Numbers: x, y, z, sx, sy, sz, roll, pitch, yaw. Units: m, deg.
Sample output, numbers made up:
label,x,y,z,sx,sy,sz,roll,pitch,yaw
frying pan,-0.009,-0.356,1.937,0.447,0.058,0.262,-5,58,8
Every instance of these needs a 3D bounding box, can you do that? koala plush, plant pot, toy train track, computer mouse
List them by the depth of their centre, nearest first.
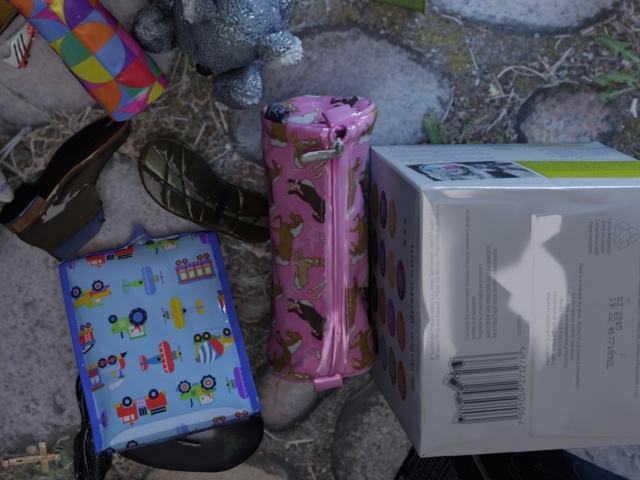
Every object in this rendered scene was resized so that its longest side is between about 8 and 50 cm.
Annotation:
label,x,y,z,sx,sy,sz,roll,pitch,yaw
koala plush,-0.114,-0.278,1.578,0.196,0.221,0.203,34,98,-14
plant pot,0.103,-0.343,1.669,0.079,0.083,0.083,4,104,3
computer mouse,-0.214,0.277,1.785,0.272,0.072,0.189,4,103,-8
toy train track,-0.413,0.314,1.799,0.083,0.014,0.048,-6,105,-5

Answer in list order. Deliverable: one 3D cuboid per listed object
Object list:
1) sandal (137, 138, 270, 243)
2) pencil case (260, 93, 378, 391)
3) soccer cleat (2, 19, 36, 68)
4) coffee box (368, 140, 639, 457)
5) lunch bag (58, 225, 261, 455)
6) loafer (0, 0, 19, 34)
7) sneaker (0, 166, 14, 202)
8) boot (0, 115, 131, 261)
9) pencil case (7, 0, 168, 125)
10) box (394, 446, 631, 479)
label,x,y,z,sx,sy,sz,roll,pitch,yaw
sandal,-0.158,-0.063,1.715,0.219,0.060,0.090,25,81,-28
pencil case,0.000,0.000,1.686,0.160,0.167,0.386,8,108,26
soccer cleat,-0.392,-0.266,1.646,0.035,0.029,0.083,17,106,-15
coffee box,0.254,0.060,1.653,0.338,0.334,0.338,-2,104,-9
lunch bag,-0.220,0.120,1.699,0.220,0.138,0.293,-13,81,-5
loafer,-0.434,-0.281,1.619,0.062,0.061,0.170,40,97,-16
sneaker,-0.532,-0.007,1.628,0.305,0.114,0.152,-39,114,8
boot,-0.318,-0.071,1.695,0.219,0.082,0.106,-41,127,0
pencil case,-0.295,-0.255,1.595,0.104,0.104,0.236,-36,121,3
box,0.348,0.507,1.709,0.479,0.472,0.297,25,100,-12
